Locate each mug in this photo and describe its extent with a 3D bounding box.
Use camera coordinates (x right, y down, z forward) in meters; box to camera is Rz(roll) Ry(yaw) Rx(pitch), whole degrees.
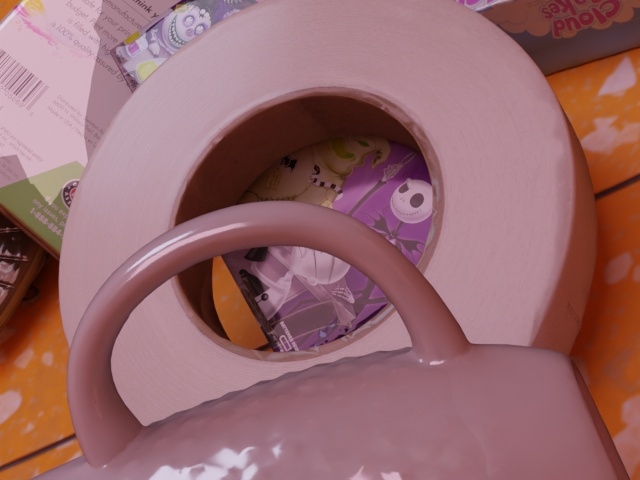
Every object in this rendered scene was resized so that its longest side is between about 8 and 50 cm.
[{"bbox_3d":[0.002,0.160,0.950,0.328,0.374,0.276,-24,7,8],"label":"mug"}]

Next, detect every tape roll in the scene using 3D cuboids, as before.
[{"bbox_3d":[0.000,0.000,1.200,0.392,0.072,0.392,-10,62,20],"label":"tape roll"}]

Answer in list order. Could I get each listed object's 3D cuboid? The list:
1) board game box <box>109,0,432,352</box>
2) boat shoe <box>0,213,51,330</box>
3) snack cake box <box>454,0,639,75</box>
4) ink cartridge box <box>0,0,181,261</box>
[{"bbox_3d":[-0.009,-0.078,1.309,0.208,0.056,0.347,-33,58,2],"label":"board game box"},{"bbox_3d":[-0.284,-0.014,1.583,0.104,0.089,0.285,10,61,15],"label":"boat shoe"},{"bbox_3d":[0.166,-0.212,1.368,0.264,0.089,0.152,-16,45,30],"label":"snack cake box"},{"bbox_3d":[-0.158,-0.155,1.493,0.207,0.119,0.353,39,81,10],"label":"ink cartridge box"}]
